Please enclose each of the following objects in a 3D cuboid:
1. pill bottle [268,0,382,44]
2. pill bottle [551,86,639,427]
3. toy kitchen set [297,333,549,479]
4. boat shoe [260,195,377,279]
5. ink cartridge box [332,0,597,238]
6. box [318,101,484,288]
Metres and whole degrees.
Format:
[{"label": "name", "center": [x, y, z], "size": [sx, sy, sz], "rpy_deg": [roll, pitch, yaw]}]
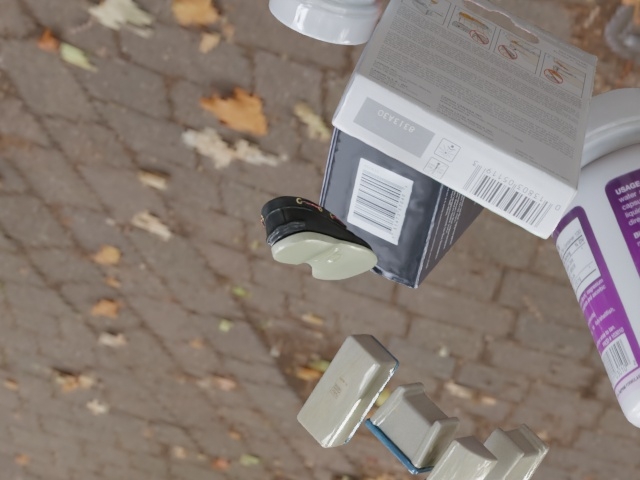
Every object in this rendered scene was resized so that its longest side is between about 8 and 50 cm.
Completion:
[{"label": "pill bottle", "center": [0.031, -0.262, 1.065], "size": [0.117, 0.117, 0.208], "rpy_deg": [19, 118, -3]}, {"label": "pill bottle", "center": [0.318, 0.012, 1.326], "size": [0.169, 0.301, 0.169], "rpy_deg": [-15, 157, -6]}, {"label": "toy kitchen set", "center": [0.114, 0.212, 1.534], "size": [0.207, 0.122, 0.166], "rpy_deg": [44, -156, 29]}, {"label": "boat shoe", "center": [0.002, -0.001, 1.003], "size": [0.049, 0.042, 0.133], "rpy_deg": [-27, 157, 20]}, {"label": "ink cartridge box", "center": [0.118, -0.116, 1.074], "size": [0.181, 0.224, 0.056], "rpy_deg": [28, 123, -3]}, {"label": "box", "center": [0.097, -0.083, 1.237], "size": [0.108, 0.207, 0.153], "rpy_deg": [25, 129, 17]}]
